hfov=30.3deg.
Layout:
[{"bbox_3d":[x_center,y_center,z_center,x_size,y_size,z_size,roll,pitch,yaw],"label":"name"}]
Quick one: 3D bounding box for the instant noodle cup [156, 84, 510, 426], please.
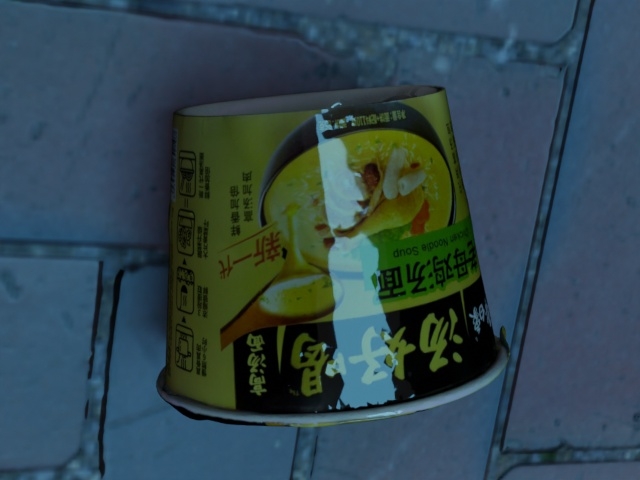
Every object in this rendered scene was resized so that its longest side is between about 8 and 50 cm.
[{"bbox_3d":[0.000,0.000,0.494,0.151,0.151,0.122,-10,104,-19],"label":"instant noodle cup"}]
